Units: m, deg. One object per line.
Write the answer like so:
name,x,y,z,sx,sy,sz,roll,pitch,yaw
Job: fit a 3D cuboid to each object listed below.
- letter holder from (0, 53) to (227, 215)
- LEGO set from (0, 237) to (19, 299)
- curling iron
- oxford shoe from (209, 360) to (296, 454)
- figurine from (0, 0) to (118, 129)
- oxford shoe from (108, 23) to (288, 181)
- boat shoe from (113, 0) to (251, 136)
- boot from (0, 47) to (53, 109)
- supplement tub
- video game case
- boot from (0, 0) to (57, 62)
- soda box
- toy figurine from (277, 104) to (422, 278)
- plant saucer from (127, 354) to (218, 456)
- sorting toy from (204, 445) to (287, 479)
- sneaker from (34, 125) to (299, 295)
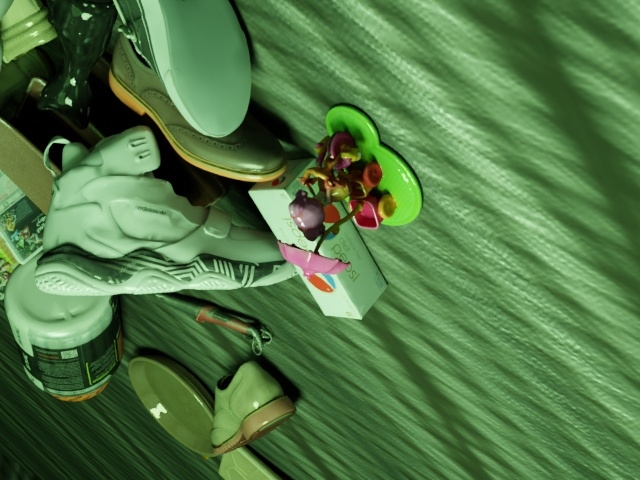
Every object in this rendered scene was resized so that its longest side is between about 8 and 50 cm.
letter holder,-0.308,-0.108,1.260,0.302,0.152,0.214,46,146,-8
LEGO set,-0.732,0.058,1.951,0.132,0.107,0.287,28,146,20
curling iron,-0.194,0.138,1.544,0.274,0.035,0.068,17,141,33
oxford shoe,-0.145,0.312,1.662,0.130,0.123,0.348,61,148,11
figurine,-0.366,-0.260,1.100,0.214,0.092,0.209,26,130,-1
oxford shoe,-0.151,-0.169,1.073,0.271,0.097,0.098,34,142,11
boat shoe,-0.178,-0.258,0.976,0.105,0.113,0.306,10,134,49
boot,-0.523,-0.228,1.323,0.213,0.165,0.077,9,135,38
supplement tub,-0.503,0.180,1.762,0.207,0.207,0.338,33,147,13
video game case,-0.441,-0.085,1.387,0.022,0.190,0.173,18,142,39
boot,-0.479,-0.340,1.213,0.262,0.095,0.203,-2,129,41
soda box,0.000,0.000,1.139,0.074,0.069,0.216,1,130,46
toy figurine,0.014,-0.038,0.993,0.130,0.159,0.173,9,135,41
plant saucer,-0.303,0.349,1.891,0.278,0.041,0.278,29,141,26
sorting toy,-0.171,0.511,1.980,0.307,0.041,0.229,38,146,17
sneaker,-0.186,-0.039,1.155,0.137,0.365,0.210,177,91,-70
